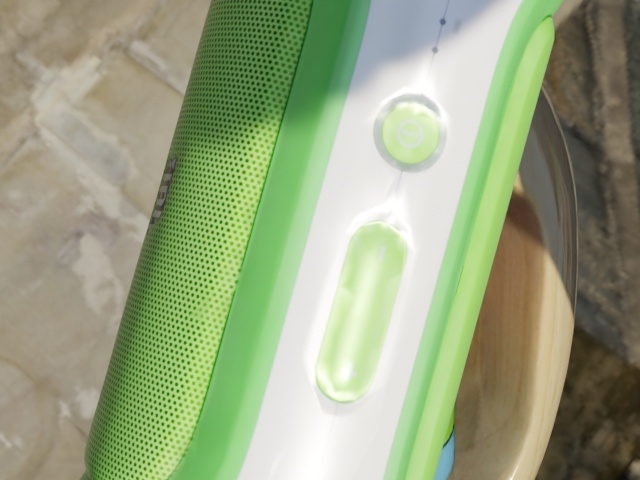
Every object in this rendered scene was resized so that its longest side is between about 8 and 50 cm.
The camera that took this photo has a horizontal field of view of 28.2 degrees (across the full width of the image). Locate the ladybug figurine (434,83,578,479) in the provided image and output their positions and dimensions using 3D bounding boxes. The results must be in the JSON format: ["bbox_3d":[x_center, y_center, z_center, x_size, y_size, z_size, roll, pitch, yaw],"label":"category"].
[{"bbox_3d":[0.018,0.069,0.799,0.305,0.162,0.449,-15,119,-35],"label":"ladybug figurine"}]

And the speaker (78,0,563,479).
[{"bbox_3d":[0.000,0.000,0.441,0.131,0.131,0.297,19,86,-60],"label":"speaker"}]
